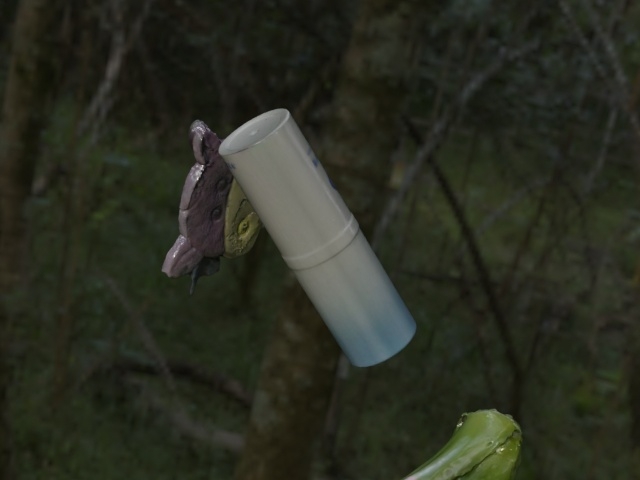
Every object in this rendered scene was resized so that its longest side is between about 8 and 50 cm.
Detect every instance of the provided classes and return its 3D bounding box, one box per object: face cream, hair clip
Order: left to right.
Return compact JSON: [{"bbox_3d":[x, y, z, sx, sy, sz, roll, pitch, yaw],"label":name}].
[{"bbox_3d":[-0.099,-0.031,1.684,0.056,0.187,0.146,37,27,29],"label":"hair clip"},{"bbox_3d":[0.000,0.000,1.565,0.077,0.250,0.077,-26,22,12],"label":"face cream"}]

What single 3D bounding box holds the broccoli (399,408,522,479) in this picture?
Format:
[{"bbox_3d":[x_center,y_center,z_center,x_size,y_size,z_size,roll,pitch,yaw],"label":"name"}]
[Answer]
[{"bbox_3d":[0.046,0.239,1.186,0.165,0.145,0.304,19,61,44],"label":"broccoli"}]
